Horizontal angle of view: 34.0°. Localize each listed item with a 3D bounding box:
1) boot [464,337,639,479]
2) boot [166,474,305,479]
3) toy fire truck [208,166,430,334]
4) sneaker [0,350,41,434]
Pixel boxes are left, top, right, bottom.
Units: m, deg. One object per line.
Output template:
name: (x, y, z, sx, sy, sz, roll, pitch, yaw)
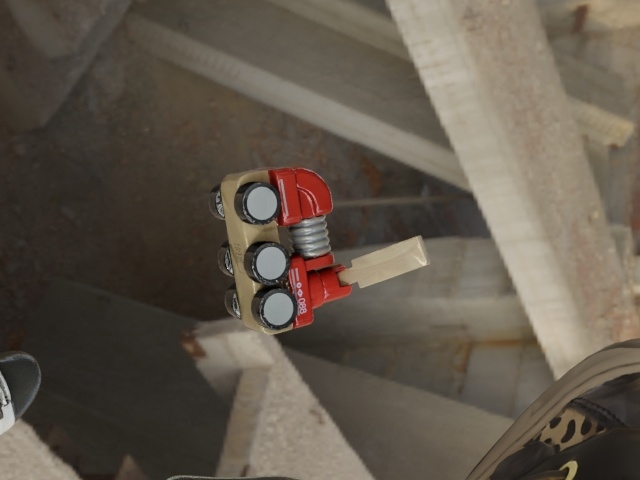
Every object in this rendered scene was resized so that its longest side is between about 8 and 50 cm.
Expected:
boot: (0.051, 0.230, 0.435, 0.138, 0.377, 0.284, 39, 20, 5)
boot: (-0.081, 0.360, 1.177, 0.244, 0.088, 0.176, 9, 103, -26)
toy fire truck: (0.000, 0.000, 1.425, 0.246, 0.158, 0.217, -13, 99, -28)
sneaker: (-0.509, 0.242, 1.506, 0.330, 0.146, 0.122, -32, 93, -52)
